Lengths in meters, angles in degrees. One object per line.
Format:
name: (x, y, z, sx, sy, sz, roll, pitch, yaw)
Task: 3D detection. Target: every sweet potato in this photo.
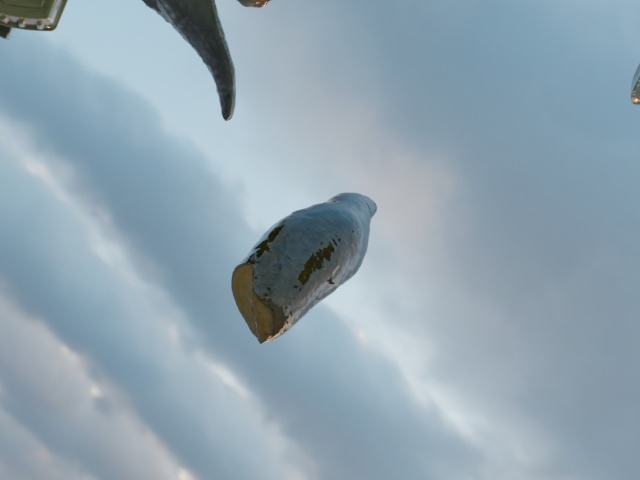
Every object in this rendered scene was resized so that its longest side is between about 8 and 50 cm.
sweet potato: (0.000, 0.000, 0.732, 0.077, 0.243, 0.077, 13, -59, 22)

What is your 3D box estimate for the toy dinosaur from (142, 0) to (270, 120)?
toy dinosaur: (-0.076, -0.217, 0.451, 0.162, 0.077, 0.294, -16, -94, 46)

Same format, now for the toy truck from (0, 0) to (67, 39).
toy truck: (-0.272, -0.404, 0.875, 0.181, 0.405, 0.254, 26, 4, -23)

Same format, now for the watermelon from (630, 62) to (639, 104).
watermelon: (0.250, -0.116, 0.589, 0.061, 0.085, 0.085, 39, -31, 8)
